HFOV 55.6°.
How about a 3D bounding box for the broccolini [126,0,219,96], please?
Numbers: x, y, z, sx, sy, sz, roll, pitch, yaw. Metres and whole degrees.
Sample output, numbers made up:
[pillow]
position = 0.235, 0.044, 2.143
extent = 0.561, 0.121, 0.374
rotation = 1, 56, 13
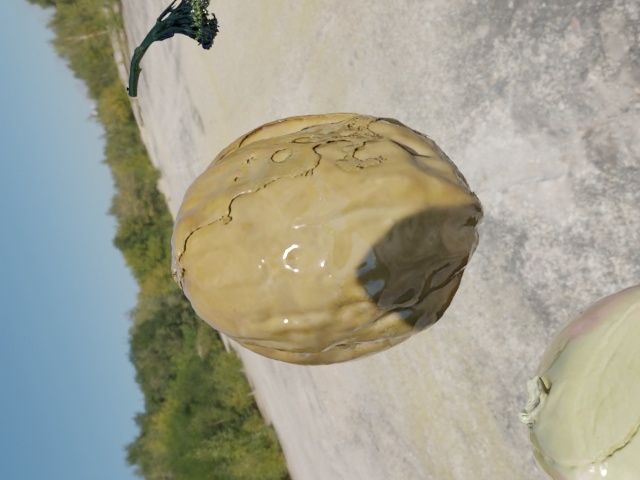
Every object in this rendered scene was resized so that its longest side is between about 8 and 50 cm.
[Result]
[broccolini]
position = -0.296, -0.376, 1.213
extent = 0.123, 0.271, 0.062
rotation = 48, -154, 6

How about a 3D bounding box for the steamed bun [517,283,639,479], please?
[steamed bun]
position = 0.288, 0.143, 0.601
extent = 0.152, 0.239, 0.170
rotation = 22, 170, 12

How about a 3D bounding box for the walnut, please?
[walnut]
position = 0.000, 0.000, 0.472
extent = 0.198, 0.245, 0.198
rotation = -12, -90, -82
